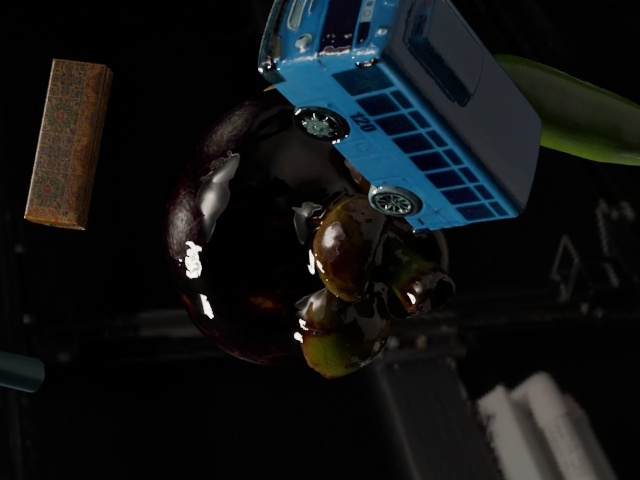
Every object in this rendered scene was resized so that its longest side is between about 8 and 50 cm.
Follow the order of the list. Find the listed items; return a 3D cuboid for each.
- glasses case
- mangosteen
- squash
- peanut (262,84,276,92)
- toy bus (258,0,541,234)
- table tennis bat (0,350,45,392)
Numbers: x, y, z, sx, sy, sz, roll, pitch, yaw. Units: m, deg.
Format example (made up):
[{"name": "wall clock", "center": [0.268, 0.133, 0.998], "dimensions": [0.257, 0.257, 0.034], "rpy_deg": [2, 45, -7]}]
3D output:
[{"name": "glasses case", "center": [-0.332, -0.128, 1.573], "dimensions": [0.075, 0.049, 0.218], "rpy_deg": [7, -99, 7]}, {"name": "mangosteen", "center": [-0.001, 0.001, 1.099], "dimensions": [0.287, 0.233, 0.288], "rpy_deg": [-2, -115, 4]}, {"name": "squash", "center": [0.266, -0.139, 1.290], "dimensions": [0.292, 0.082, 0.082], "rpy_deg": [13, -149, -34]}, {"name": "peanut", "center": [-0.024, -0.105, 1.555], "dimensions": [0.110, 0.233, 0.196], "rpy_deg": [32, -148, 33]}, {"name": "toy bus", "center": [0.054, -0.090, 0.724], "dimensions": [0.106, 0.184, 0.090], "rpy_deg": [-6, -124, 38]}, {"name": "table tennis bat", "center": [-0.472, 0.122, 1.381], "dimensions": [0.329, 0.044, 0.215], "rpy_deg": [23, -154, -40]}]
